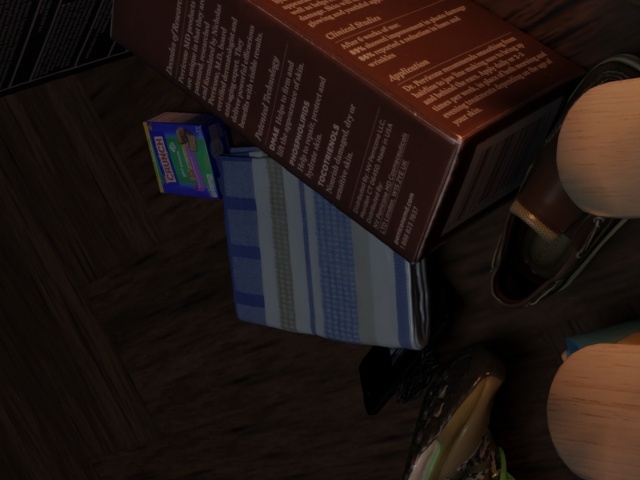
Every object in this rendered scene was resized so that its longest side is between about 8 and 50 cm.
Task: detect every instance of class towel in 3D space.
[{"bbox_3d":[0.000,0.000,1.158,0.285,0.034,0.209,4,102,45],"label":"towel"}]

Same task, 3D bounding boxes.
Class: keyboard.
[{"bbox_3d":[0.097,0.122,1.153,0.192,0.038,0.100,121,151,-46],"label":"keyboard"}]

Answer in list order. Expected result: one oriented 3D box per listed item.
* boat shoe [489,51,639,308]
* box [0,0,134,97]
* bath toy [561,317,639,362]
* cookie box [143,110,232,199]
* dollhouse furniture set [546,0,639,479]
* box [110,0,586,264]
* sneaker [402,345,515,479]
[{"bbox_3d":[0.203,-0.032,0.897,0.095,0.095,0.257,40,142,25],"label":"boat shoe"},{"bbox_3d":[-0.279,-0.308,1.096,0.183,0.294,0.296,53,139,12],"label":"box"},{"bbox_3d":[0.314,0.235,0.946,0.129,0.151,0.348,-16,103,5],"label":"bath toy"},{"bbox_3d":[-0.150,-0.099,1.279,0.107,0.040,0.092,8,119,44],"label":"cookie box"},{"bbox_3d":[0.258,-0.051,0.670,0.256,0.362,0.394,0,85,46],"label":"dollhouse furniture set"},{"bbox_3d":[0.011,-0.163,0.964,0.381,0.191,0.143,40,135,23],"label":"box"},{"bbox_3d":[0.170,0.283,1.140,0.182,0.158,0.410,12,124,8],"label":"sneaker"}]
